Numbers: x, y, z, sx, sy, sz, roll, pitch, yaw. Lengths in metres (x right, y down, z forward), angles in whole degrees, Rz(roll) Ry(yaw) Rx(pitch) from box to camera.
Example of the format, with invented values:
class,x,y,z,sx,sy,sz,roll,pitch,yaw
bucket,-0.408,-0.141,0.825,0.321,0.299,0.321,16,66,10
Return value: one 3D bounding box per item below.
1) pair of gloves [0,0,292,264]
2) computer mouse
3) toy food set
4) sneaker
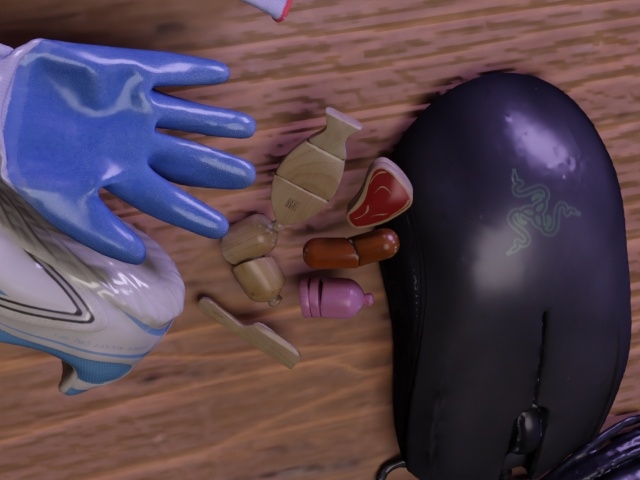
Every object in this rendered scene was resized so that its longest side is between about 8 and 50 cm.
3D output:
class,x,y,z,sx,sy,sz,roll,pitch,yaw
pair of gloves,-0.079,-0.096,0.753,0.159,0.023,0.198,21,82,-35
computer mouse,0.103,0.052,0.902,0.188,0.072,0.272,-16,119,-12
toy food set,0.000,0.000,0.854,0.078,0.019,0.122,34,116,-12
sneaker,-0.165,-0.009,0.769,0.237,0.085,0.086,35,108,-27
